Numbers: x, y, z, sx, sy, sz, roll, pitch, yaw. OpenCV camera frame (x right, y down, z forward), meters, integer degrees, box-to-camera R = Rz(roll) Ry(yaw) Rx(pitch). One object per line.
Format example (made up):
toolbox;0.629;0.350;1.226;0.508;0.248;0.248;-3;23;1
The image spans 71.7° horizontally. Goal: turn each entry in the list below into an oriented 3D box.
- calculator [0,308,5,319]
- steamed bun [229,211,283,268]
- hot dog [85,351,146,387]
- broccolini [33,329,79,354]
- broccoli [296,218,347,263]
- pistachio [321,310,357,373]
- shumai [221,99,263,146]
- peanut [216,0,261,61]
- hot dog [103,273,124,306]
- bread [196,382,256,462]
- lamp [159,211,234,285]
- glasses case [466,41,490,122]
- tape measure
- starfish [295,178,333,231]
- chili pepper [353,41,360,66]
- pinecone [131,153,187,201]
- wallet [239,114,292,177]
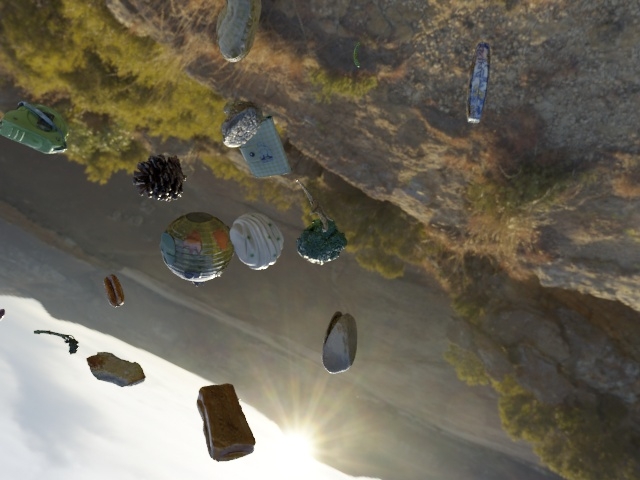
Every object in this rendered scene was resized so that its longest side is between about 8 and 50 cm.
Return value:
calculator;-1.200;0.302;1.444;0.194;0.294;0.043;5;118;41
steamed bun;-0.188;-0.006;1.374;0.182;0.183;0.106;37;135;-28
hot dog;-0.549;0.354;1.198;0.168;0.078;0.061;21;150;1
broccolini;-0.869;0.326;1.472;0.194;0.052;0.054;12;114;23
broccoli;0.000;0.000;2.342;0.265;0.246;0.294;25;152;-30
pistachio;0.062;0.348;1.519;0.129;0.206;0.131;-1;170;44
shumai;-0.313;-0.468;1.689;0.161;0.153;0.209;-10;153;-35
peanut;-0.297;-0.813;1.593;0.153;0.140;0.325;22;119;21
hot dog;-0.757;0.183;1.623;0.144;0.062;0.038;55;175;30
bread;-0.272;0.516;1.272;0.139;0.077;0.271;4;-164;-28
lamp;-0.429;0.044;1.534;0.250;0.250;0.285;21;116;16
glasses case;0.511;-0.509;1.434;0.065;0.248;0.087;8;-172;15
tape measure;-0.964;-0.391;1.521;0.199;0.175;0.106;26;135;-32
starfish;-0.019;-0.154;2.011;0.048;0.231;0.295;-29;122;15
chili pepper;0.128;-0.644;1.539;0.030;0.084;0.017;-3;-175;18
pinecone;-0.626;-0.245;1.714;0.186;0.168;0.212;63;-160;11
wallet;-0.288;-0.457;2.195;0.223;0.077;0.310;-10;129;10
